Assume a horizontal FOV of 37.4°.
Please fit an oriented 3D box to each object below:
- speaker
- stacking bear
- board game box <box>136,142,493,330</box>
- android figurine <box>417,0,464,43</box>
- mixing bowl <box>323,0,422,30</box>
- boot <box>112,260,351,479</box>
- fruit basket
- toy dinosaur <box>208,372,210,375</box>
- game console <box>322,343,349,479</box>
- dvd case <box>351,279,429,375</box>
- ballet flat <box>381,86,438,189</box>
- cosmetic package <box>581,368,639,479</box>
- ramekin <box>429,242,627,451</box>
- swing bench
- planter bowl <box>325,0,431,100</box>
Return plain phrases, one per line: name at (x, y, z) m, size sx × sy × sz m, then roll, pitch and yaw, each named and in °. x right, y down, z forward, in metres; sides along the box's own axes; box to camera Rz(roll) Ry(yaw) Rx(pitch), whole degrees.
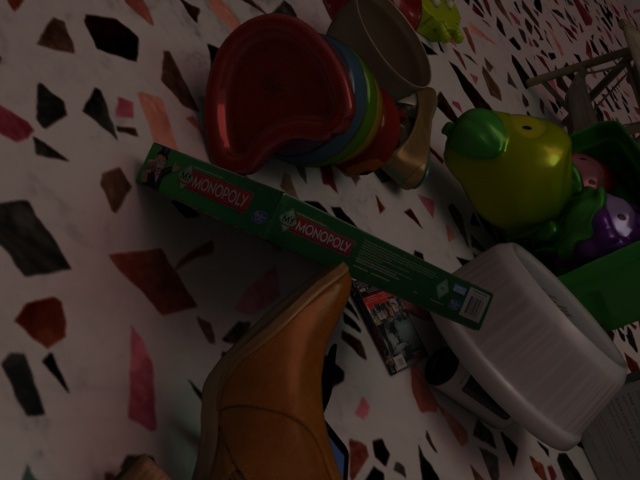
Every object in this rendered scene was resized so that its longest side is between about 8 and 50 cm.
speaker at (0.191, 0.184, 1.180) m, size 0.136 × 0.055 × 0.055 m, roll 37°, pitch 37°, yaw -32°
stacking bear at (0.007, -0.153, 1.123) m, size 0.289 × 0.175 × 0.164 m, roll 10°, pitch 62°, yaw -63°
board game box at (0.000, 0.000, 0.942) m, size 0.317 × 0.213 × 0.046 m, roll 24°, pitch 89°, yaw -44°
android figurine at (0.178, -0.477, 1.736) m, size 0.248 × 0.056 × 0.273 m, roll -13°, pitch 73°, yaw -58°
mixing bowl at (0.095, -0.373, 1.484) m, size 0.181 × 0.098 × 0.181 m, roll 34°, pitch 39°, yaw -34°
boot at (-0.013, 0.181, 0.751) m, size 0.211 × 0.104 × 0.295 m, roll 44°, pitch 66°, yaw -4°
fruit basket at (0.363, -0.079, 1.433) m, size 0.392 × 0.283 × 0.392 m, roll -23°, pitch 90°, yaw -80°
toy dinosaur at (-0.058, 0.205, 0.825) m, size 0.183 × 0.053 × 0.092 m, roll 49°, pitch 17°, yaw -31°
game console at (0.015, 0.175, 0.887) m, size 0.107 × 0.071 × 0.122 m, roll 53°, pitch 13°, yaw -10°
dvd case at (0.083, 0.098, 1.139) m, size 0.087 × 0.013 × 0.119 m, roll -14°, pitch 74°, yaw -58°
ballet flat at (0.127, -0.168, 1.376) m, size 0.073 × 0.080 × 0.232 m, roll 30°, pitch 38°, yaw -16°
cosmetic package at (0.589, 0.230, 1.388) m, size 0.217 × 0.385 × 0.156 m, roll -6°, pitch 69°, yaw -57°
ramekin at (0.269, 0.122, 1.198) m, size 0.273 × 0.127 × 0.273 m, roll 42°, pitch 16°, yaw -15°
swing bench at (0.586, -0.272, 1.945) m, size 0.165 × 0.254 × 0.253 m, roll 37°, pitch 37°, yaw -32°
planter bowl at (0.064, -0.256, 1.326) m, size 0.162 × 0.109 × 0.162 m, roll 36°, pitch 37°, yaw -34°
